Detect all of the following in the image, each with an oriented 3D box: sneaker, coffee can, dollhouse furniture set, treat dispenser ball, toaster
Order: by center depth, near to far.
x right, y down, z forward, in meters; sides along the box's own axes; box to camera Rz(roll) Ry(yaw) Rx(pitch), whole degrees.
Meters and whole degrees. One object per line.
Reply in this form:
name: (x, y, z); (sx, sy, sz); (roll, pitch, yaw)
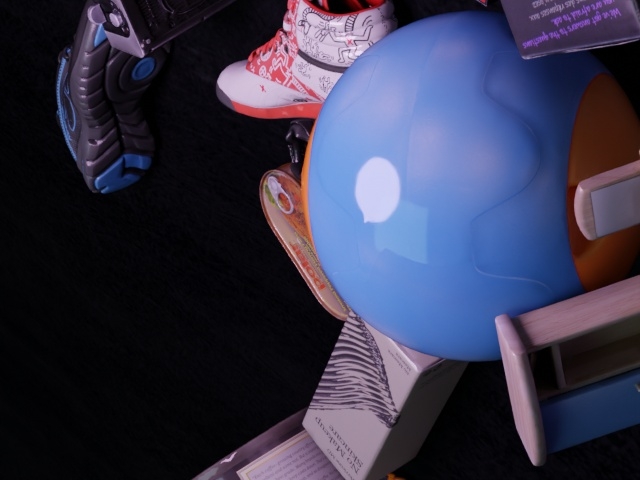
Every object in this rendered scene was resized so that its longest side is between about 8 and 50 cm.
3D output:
dollhouse furniture set: (0.269, 0.136, 1.272); (0.303, 0.198, 0.286); (-113, 5, -47)
treat dispenser ball: (0.128, -0.044, 1.472); (0.288, 0.288, 0.288); (38, 143, 36)
sneaker: (-0.015, -0.194, 1.771); (0.270, 0.090, 0.145); (17, 128, 47)
sneaker: (0.014, -0.064, 1.838); (0.058, 0.084, 0.152); (3, 117, 56)
toaster: (-0.168, -0.305, 1.841); (0.110, 0.186, 0.168); (19, 138, 53)
sneaker: (-0.266, -0.203, 2.119); (0.139, 0.125, 0.341); (52, 147, 26)
coffee can: (-0.020, 0.365, 2.139); (0.275, 0.201, 0.201); (57, 150, 7)

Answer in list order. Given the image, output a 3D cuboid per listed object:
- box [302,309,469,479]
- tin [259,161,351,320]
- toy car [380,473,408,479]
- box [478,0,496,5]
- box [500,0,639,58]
box: (0.072, 0.151, 1.921); (0.113, 0.094, 0.275); (49, 148, 21)
tin: (0.000, 0.000, 1.966); (0.189, 0.040, 0.106); (57, 146, 7)
toy car: (0.075, 0.263, 2.057); (0.040, 0.060, 0.122); (-18, 109, 28)
box: (0.150, -0.241, 1.423); (0.094, 0.137, 0.027); (41, 144, 32)
box: (0.197, -0.288, 1.280); (0.143, 0.165, 0.270); (-2, 114, 57)
